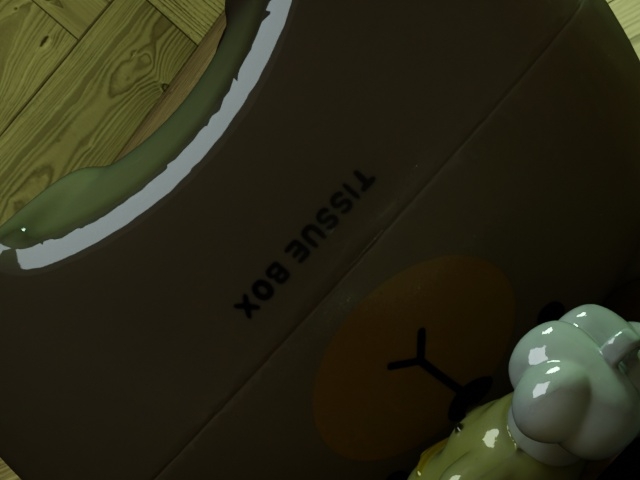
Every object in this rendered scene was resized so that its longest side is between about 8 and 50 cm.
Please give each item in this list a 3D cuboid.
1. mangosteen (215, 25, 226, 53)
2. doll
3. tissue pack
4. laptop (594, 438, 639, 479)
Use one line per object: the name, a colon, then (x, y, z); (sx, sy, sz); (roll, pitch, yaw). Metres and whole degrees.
mangosteen: (0.002, -0.140, 1.041); (0.216, 0.216, 0.216); (-44, 18, 18)
doll: (0.091, 0.089, 0.494); (0.106, 0.062, 0.162); (-22, -24, -44)
tissue pack: (0.000, 0.000, 0.636); (0.387, 0.277, 0.267); (-47, 10, 3)
laptop: (0.137, 0.084, 0.401); (0.135, 0.016, 0.197); (-48, -5, 8)
